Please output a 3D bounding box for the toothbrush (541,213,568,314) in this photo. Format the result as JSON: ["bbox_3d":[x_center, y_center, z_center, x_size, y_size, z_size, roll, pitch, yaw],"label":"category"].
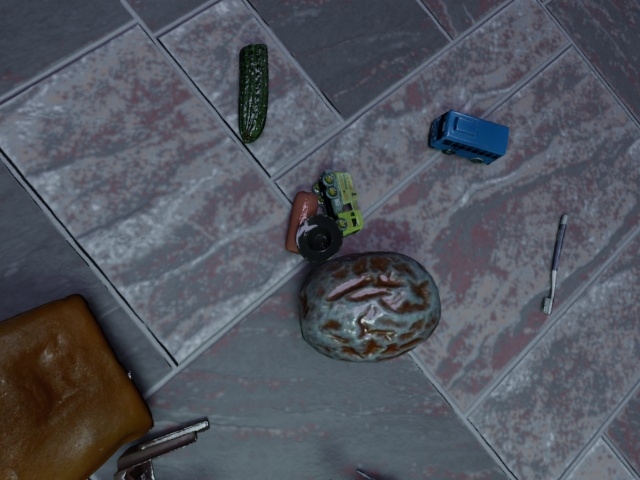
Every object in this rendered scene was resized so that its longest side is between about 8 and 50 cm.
[{"bbox_3d":[0.646,0.062,1.160,0.026,0.024,0.288,16,80,6],"label":"toothbrush"}]

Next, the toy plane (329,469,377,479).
[{"bbox_3d":[0.114,0.580,0.886,0.181,0.273,0.107,28,84,30],"label":"toy plane"}]

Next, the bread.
[{"bbox_3d":[-0.513,0.301,0.751,0.143,0.333,0.324,-32,91,30],"label":"bread"}]

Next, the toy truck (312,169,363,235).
[{"bbox_3d":[0.052,-0.092,1.039,0.100,0.077,0.169,-13,81,-26],"label":"toy truck"}]

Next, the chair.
[{"bbox_3d":[-0.371,0.501,0.819,0.326,0.176,0.183,-14,77,-11],"label":"chair"}]

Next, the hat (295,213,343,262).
[{"bbox_3d":[0.000,0.000,0.972,0.121,0.050,0.121,-2,68,4],"label":"hat"}]

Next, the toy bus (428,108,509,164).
[{"bbox_3d":[0.391,-0.273,1.115,0.184,0.106,0.090,13,82,-9],"label":"toy bus"}]

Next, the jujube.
[{"bbox_3d":[0.100,0.147,0.939,0.307,0.215,0.247,-17,89,-8],"label":"jujube"}]

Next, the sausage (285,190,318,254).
[{"bbox_3d":[-0.044,-0.044,1.017,0.062,0.062,0.154,12,80,-9],"label":"sausage"}]

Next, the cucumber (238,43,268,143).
[{"bbox_3d":[-0.162,-0.365,1.039,0.077,0.077,0.266,0,84,-11],"label":"cucumber"}]
